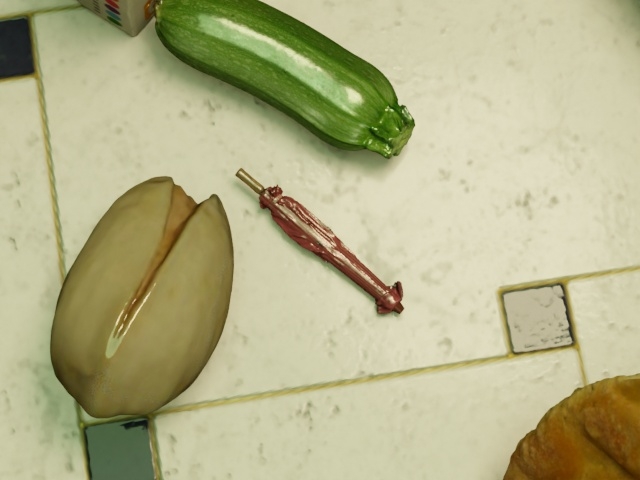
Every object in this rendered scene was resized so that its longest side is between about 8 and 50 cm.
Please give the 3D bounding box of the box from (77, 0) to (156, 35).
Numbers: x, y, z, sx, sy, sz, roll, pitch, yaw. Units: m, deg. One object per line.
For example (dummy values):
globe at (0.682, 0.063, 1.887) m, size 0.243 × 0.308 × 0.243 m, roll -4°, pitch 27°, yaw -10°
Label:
box at (-0.093, -0.297, 0.963) m, size 0.091 × 0.221 × 0.274 m, roll 38°, pitch 83°, yaw 0°

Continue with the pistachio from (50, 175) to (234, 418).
pistachio at (-0.126, 0.042, 0.947) m, size 0.124 × 0.124 × 0.185 m, roll 17°, pitch 77°, yaw 2°

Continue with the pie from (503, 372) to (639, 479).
pie at (0.244, 0.234, 0.844) m, size 0.083 × 0.339 × 0.339 m, roll -9°, pitch 76°, yaw -43°

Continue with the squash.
squash at (-0.027, -0.132, 1.004) m, size 0.219 × 0.068 × 0.077 m, roll 31°, pitch 36°, yaw 2°

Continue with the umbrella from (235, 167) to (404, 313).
umbrella at (0.000, 0.000, 1.006) m, size 0.165 × 0.025 × 0.027 m, roll 41°, pitch 63°, yaw 4°
